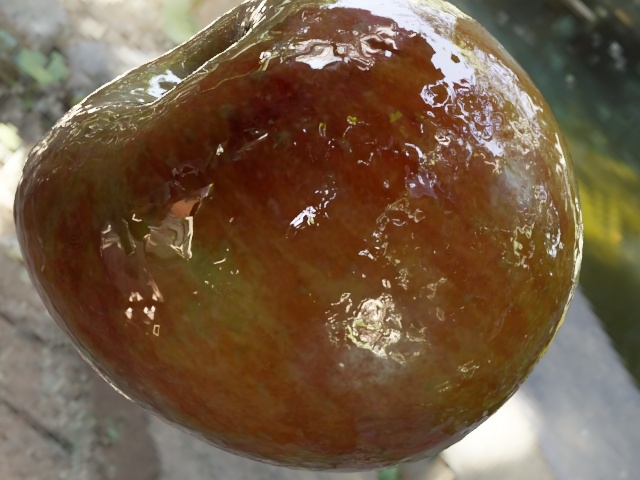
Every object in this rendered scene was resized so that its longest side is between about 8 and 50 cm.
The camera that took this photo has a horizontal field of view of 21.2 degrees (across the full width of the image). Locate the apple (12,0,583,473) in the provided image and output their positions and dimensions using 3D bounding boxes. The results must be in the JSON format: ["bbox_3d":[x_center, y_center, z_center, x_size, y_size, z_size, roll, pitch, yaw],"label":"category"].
[{"bbox_3d":[0.000,0.000,0.957,0.301,0.301,0.301,36,22,-17],"label":"apple"}]
